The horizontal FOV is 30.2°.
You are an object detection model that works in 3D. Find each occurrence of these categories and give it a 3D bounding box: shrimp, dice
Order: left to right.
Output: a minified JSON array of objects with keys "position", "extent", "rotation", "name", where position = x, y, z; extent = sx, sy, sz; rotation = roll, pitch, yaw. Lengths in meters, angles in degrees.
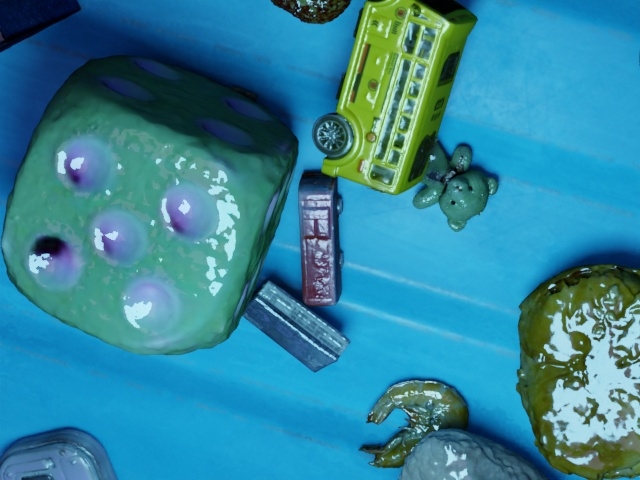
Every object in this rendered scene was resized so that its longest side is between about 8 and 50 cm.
[{"position":[-0.222,-0.049,1.617],"extent":[0.330,0.322,0.318],"rotation":[23,110,0],"name":"dice"},{"position":[0.136,0.283,1.828],"extent":[0.188,0.051,0.132],"rotation":[-32,90,10],"name":"shrimp"}]

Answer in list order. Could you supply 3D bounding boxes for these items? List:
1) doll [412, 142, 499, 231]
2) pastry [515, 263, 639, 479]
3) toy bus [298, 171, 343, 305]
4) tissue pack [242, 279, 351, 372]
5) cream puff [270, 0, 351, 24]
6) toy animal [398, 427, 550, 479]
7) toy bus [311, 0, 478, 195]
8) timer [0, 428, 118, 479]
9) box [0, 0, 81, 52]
[{"position":[0.171,-0.088,1.678],"extent":[0.150,0.077,0.115],"rotation":[40,100,6],"name":"doll"},{"position":[0.405,0.181,1.683],"extent":[0.255,0.162,0.310],"rotation":[7,99,22],"name":"pastry"},{"position":[0.000,0.000,1.729],"extent":[0.065,0.077,0.192],"rotation":[0,110,6],"name":"toy bus"},{"position":[-0.042,0.130,1.767],"extent":[0.156,0.112,0.051],"rotation":[39,68,-5],"name":"tissue pack"},{"position":[-0.018,-0.364,1.602],"extent":[0.149,0.084,0.149],"rotation":[3,107,9],"name":"cream puff"},{"position":[0.252,0.426,1.781],"extent":[0.358,0.188,0.226],"rotation":[42,122,-9],"name":"toy animal"},{"position":[0.107,-0.235,1.577],"extent":[0.152,0.144,0.330],"rotation":[23,113,18],"name":"toy bus"},{"position":[-0.425,0.416,1.950],"extent":[0.191,0.069,0.208],"rotation":[-15,107,17],"name":"timer"},{"position":[-0.498,-0.283,1.603],"extent":[0.261,0.279,0.116],"rotation":[-25,102,16],"name":"box"}]
